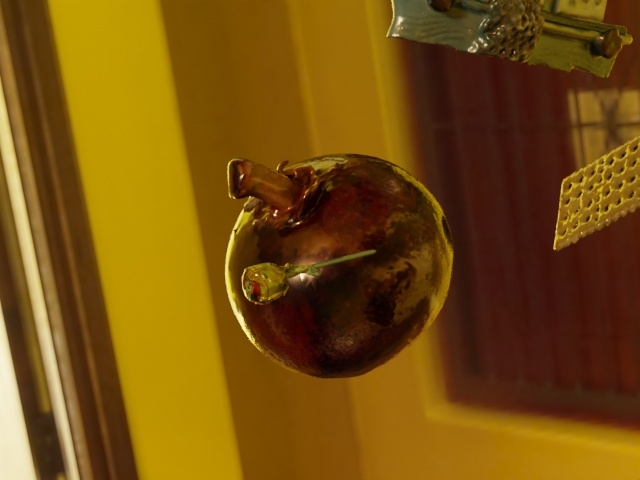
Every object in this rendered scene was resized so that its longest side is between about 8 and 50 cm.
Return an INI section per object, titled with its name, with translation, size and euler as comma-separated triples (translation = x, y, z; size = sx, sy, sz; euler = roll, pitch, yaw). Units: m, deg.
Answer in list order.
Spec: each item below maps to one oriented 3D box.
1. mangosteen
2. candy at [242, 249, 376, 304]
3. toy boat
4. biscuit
[mangosteen]
translation = 0.000, 0.000, 1.523
size = 0.235, 0.261, 0.235
euler = -23, -139, 21
[candy]
translation = -0.009, 0.026, 1.317
size = 0.123, 0.035, 0.035
euler = -15, -171, -20
[toy boat]
translation = 0.134, -0.184, 1.158
size = 0.238, 0.098, 0.109
euler = 3, -168, -40
[biscuit]
translation = 0.397, -0.081, 2.048
size = 0.231, 0.016, 0.139
euler = -32, -147, 42
